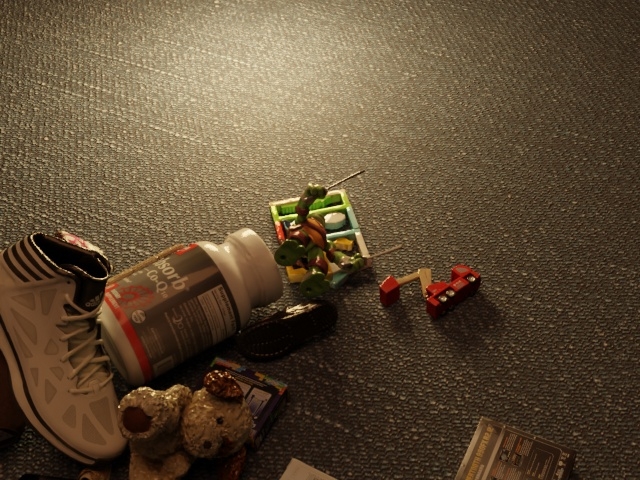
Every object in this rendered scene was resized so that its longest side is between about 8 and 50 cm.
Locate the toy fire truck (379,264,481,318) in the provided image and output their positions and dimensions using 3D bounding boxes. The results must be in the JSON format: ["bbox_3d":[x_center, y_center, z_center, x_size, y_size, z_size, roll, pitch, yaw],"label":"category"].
[{"bbox_3d":[0.238,0.101,1.919,0.192,0.047,0.135,-31,50,-25],"label":"toy fire truck"}]

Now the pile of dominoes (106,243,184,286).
[{"bbox_3d":[-0.408,0.081,1.921,0.251,0.040,0.196,-28,5,-10],"label":"pile of dominoes"}]

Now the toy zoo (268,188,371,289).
[{"bbox_3d":[0.000,0.000,2.051,0.192,0.030,0.293,-11,45,-7],"label":"toy zoo"}]

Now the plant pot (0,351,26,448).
[{"bbox_3d":[-0.640,0.280,1.720,0.215,0.215,0.230,-10,56,-5],"label":"plant pot"}]

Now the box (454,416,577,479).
[{"bbox_3d":[0.332,0.444,1.563,0.183,0.056,0.231,16,48,21],"label":"box"}]

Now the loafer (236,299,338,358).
[{"bbox_3d":[-0.072,0.184,1.854,0.220,0.080,0.078,-18,14,-12],"label":"loafer"}]

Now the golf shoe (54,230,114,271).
[{"bbox_3d":[-0.553,0.035,2.047,0.086,0.067,0.186,-10,37,-44],"label":"golf shoe"}]

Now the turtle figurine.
[{"bbox_3d":[0.021,-0.015,1.882,0.275,0.197,0.266,3,29,13],"label":"turtle figurine"}]

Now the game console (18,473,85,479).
[{"bbox_3d":[-0.372,0.525,1.519,0.361,0.044,0.213,5,61,3],"label":"game console"}]

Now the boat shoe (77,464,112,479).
[{"bbox_3d":[-0.425,0.446,1.629,0.050,0.045,0.135,7,46,11],"label":"boat shoe"}]

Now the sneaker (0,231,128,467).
[{"bbox_3d":[-0.453,0.186,1.608,0.447,0.257,0.169,57,35,5],"label":"sneaker"}]

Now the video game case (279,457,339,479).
[{"bbox_3d":[0.005,0.532,1.497,0.270,0.061,0.244,21,49,23],"label":"video game case"}]

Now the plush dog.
[{"bbox_3d":[-0.236,0.341,1.610,0.225,0.262,0.210,-4,24,-3],"label":"plush dog"}]

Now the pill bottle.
[{"bbox_3d":[-0.273,0.127,1.820,0.363,0.210,0.210,-28,50,-22],"label":"pill bottle"}]

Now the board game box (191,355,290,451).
[{"bbox_3d":[-0.166,0.319,1.734,0.170,0.048,0.141,19,52,21],"label":"board game box"}]
